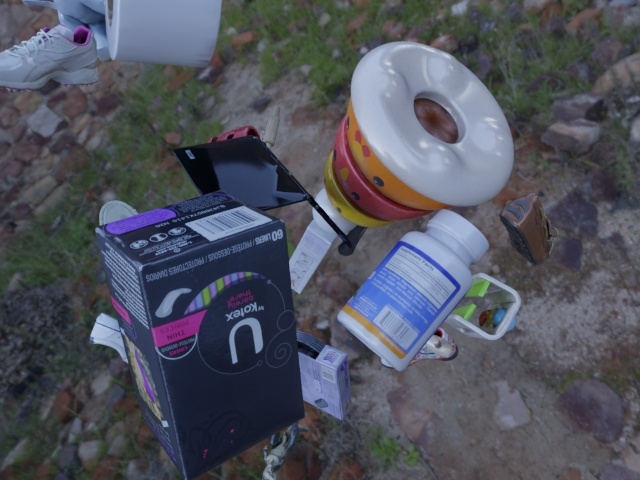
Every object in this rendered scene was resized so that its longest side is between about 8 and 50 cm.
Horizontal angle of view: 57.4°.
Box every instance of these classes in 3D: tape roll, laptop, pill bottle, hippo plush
[{"bbox_3d":[-0.287,-0.439,1.040,0.246,0.169,0.246,176,90,-65],"label":"tape roll"},{"bbox_3d":[-0.100,-0.075,1.060,0.136,0.264,0.234,-41,48,2],"label":"laptop"},{"bbox_3d":[0.170,0.081,1.035,0.272,0.152,0.152,-49,32,-7],"label":"pill bottle"},{"bbox_3d":[-0.584,-0.627,1.525,0.234,0.294,0.236,122,160,-47],"label":"hippo plush"}]

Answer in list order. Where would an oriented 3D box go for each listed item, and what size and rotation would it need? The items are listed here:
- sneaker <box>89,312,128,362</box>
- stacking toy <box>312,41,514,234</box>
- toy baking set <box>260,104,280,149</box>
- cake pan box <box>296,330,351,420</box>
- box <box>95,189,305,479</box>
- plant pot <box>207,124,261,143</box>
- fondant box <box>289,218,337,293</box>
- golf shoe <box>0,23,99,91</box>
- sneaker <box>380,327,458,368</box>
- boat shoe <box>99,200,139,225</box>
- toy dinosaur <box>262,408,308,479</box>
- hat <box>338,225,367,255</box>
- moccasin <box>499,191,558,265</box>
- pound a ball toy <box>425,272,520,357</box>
[{"bbox_3d":[-0.491,0.286,1.572,0.091,0.258,0.094,-64,15,-10],"label":"sneaker"},{"bbox_3d":[0.124,-0.133,1.221,0.480,0.351,0.350,-45,20,51],"label":"stacking toy"},{"bbox_3d":[-0.147,-0.260,1.544,0.197,0.030,0.256,134,149,-62],"label":"toy baking set"},{"bbox_3d":[-0.034,0.372,1.678,0.246,0.267,0.070,18,47,27],"label":"cake pan box"},{"bbox_3d":[-0.130,0.102,0.671,0.165,0.270,0.143,-21,29,-30],"label":"box"},{"bbox_3d":[-0.306,-0.302,2.091,0.174,0.191,0.191,-9,41,12],"label":"plant pot"},{"bbox_3d":[0.000,0.000,1.948,0.238,0.096,0.330,-53,-5,-38],"label":"fondant box"},{"bbox_3d":[-0.621,-0.409,1.288,0.306,0.115,0.140,-36,-30,-57],"label":"golf shoe"},{"bbox_3d":[0.301,0.344,1.914,0.270,0.145,0.090,-13,50,26],"label":"sneaker"},{"bbox_3d":[-0.506,0.046,1.650,0.127,0.340,0.113,-39,4,-20],"label":"boat shoe"},{"bbox_3d":[-0.079,0.443,1.312,0.064,0.118,0.268,10,15,16],"label":"toy dinosaur"},{"bbox_3d":[0.101,-0.124,1.619,0.331,0.134,0.331,-57,7,11],"label":"hat"},{"bbox_3d":[0.654,-0.035,1.801,0.147,0.380,0.139,-43,48,4],"label":"moccasin"},{"bbox_3d":[0.374,0.209,1.442,0.208,0.136,0.319,-59,-8,-5],"label":"pound a ball toy"}]
